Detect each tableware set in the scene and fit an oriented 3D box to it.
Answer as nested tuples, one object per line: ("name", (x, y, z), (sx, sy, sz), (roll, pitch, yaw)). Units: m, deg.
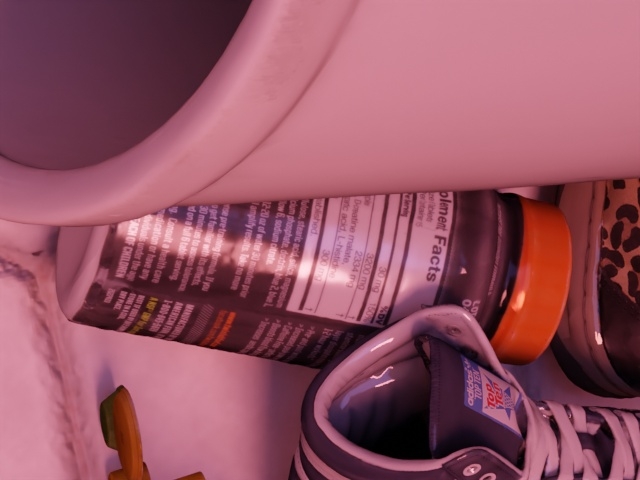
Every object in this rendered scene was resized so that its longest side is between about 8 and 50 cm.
("tableware set", (-0.079, 0.122, 0.921), (0.024, 0.154, 0.104), (-8, 94, -16))

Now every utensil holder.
("utensil holder", (0.033, -0.171, 0.807), (0.385, 0.327, 0.328), (-2, 88, -43))

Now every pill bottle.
("pill bottle", (0.000, 0.000, 0.961), (0.245, 0.130, 0.130), (12, 84, -17))

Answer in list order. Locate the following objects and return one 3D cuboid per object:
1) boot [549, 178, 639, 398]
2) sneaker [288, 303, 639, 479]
("boot", (0.259, -0.092, 0.952), (0.138, 0.284, 0.377), (13, 86, -38))
("sneaker", (0.121, 0.104, 0.923), (0.282, 0.153, 0.099), (-4, 50, -2))
